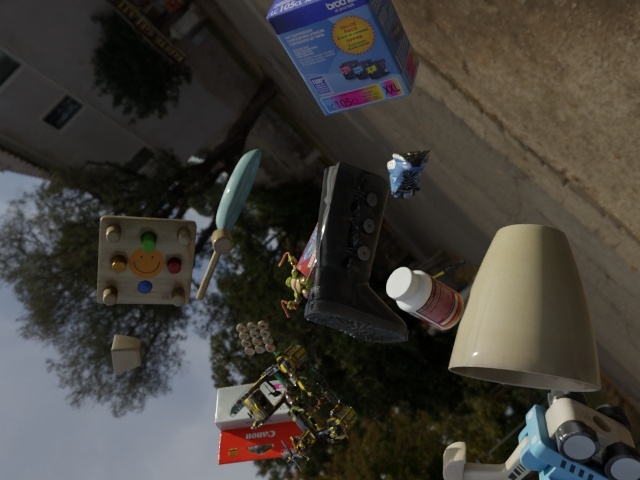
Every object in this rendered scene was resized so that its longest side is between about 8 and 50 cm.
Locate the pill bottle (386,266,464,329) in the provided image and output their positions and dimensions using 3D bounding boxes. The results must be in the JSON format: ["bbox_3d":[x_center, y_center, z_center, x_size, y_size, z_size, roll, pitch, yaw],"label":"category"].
[{"bbox_3d":[0.205,0.112,1.164,0.152,0.086,0.086,30,-167,-31],"label":"pill bottle"}]

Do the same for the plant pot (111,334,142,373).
[{"bbox_3d":[-0.722,0.423,2.214,0.109,0.096,0.109,-116,25,-63],"label":"plant pot"}]

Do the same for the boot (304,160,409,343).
[{"bbox_3d":[0.133,0.040,1.673,0.367,0.146,0.445,27,-120,-40],"label":"boot"}]

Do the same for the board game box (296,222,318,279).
[{"bbox_3d":[0.000,0.000,2.210,0.027,0.281,0.145,24,-175,-25],"label":"board game box"}]

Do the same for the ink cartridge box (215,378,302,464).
[{"bbox_3d":[-0.195,0.568,1.868,0.239,0.275,0.060,-95,-6,-46],"label":"ink cartridge box"}]

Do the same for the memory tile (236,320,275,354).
[{"bbox_3d":[-0.220,0.335,2.020,0.012,0.113,0.148,-87,-12,-53],"label":"memory tile"}]

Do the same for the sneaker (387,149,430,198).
[{"bbox_3d":[0.306,-0.223,2.023,0.330,0.129,0.147,80,-175,-86],"label":"sneaker"}]

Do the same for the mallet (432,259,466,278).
[{"bbox_3d":[0.435,0.120,2.115,0.039,0.189,0.062,58,-155,-7],"label":"mallet"}]

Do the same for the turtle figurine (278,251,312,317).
[{"bbox_3d":[-0.077,0.188,2.312,0.087,0.270,0.217,-4,-170,-32],"label":"turtle figurine"}]

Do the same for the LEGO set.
[{"bbox_3d":[-0.080,0.470,1.621,0.192,0.255,0.331,-38,-85,-44],"label":"LEGO set"}]

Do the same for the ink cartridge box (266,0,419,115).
[{"bbox_3d":[0.052,-0.537,1.518,0.395,0.270,0.151,54,-140,-39],"label":"ink cartridge box"}]

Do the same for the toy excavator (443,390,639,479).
[{"bbox_3d":[0.638,0.642,1.735,0.433,0.445,0.222,26,-154,1],"label":"toy excavator"}]

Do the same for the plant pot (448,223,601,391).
[{"bbox_3d":[0.378,0.118,1.082,0.256,0.274,0.256,9,165,2],"label":"plant pot"}]

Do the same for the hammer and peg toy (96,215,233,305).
[{"bbox_3d":[-0.428,0.068,1.645,0.361,0.266,0.127,4,-159,-19],"label":"hammer and peg toy"}]

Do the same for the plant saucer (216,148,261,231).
[{"bbox_3d":[-0.276,-0.163,1.958,0.043,0.318,0.317,23,-174,-1],"label":"plant saucer"}]
